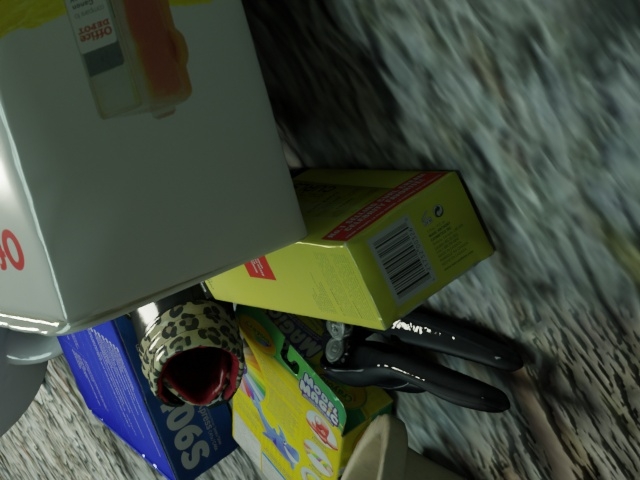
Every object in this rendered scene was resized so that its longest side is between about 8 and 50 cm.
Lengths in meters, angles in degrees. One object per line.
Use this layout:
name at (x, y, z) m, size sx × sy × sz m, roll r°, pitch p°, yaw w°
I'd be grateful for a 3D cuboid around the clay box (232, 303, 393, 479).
clay box at (-0.009, 0.125, 1.219) m, size 0.127 × 0.053 × 0.222 m, roll 47°, pitch 154°, yaw 24°

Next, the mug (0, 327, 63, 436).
mug at (-0.411, 0.040, 1.657) m, size 0.374 × 0.276 × 0.328 m, roll 3°, pitch 138°, yaw 20°

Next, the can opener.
can opener at (0.061, 0.068, 1.022) m, size 0.186 × 0.073 × 0.059 m, roll 3°, pitch 85°, yaw 59°

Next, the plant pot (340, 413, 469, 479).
plant pot at (0.117, 0.294, 0.824) m, size 0.305 × 0.333 × 0.334 m, roll 20°, pitch 153°, yaw -1°

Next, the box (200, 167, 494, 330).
box at (0.000, 0.000, 0.996) m, size 0.232 × 0.087 × 0.058 m, roll 8°, pitch 128°, yaw 62°

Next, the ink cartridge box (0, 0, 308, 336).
ink cartridge box at (-0.180, -0.157, 0.956) m, size 0.279 × 0.160 × 0.384 m, roll 3°, pitch 111°, yaw 61°

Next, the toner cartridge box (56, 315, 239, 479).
toner cartridge box at (-0.184, 0.039, 1.424) m, size 0.165 × 0.075 × 0.347 m, roll 30°, pitch 146°, yaw 45°

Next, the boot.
boot at (-0.113, 0.050, 1.202) m, size 0.236 × 0.085 × 0.178 m, roll 108°, pitch 153°, yaw -57°
